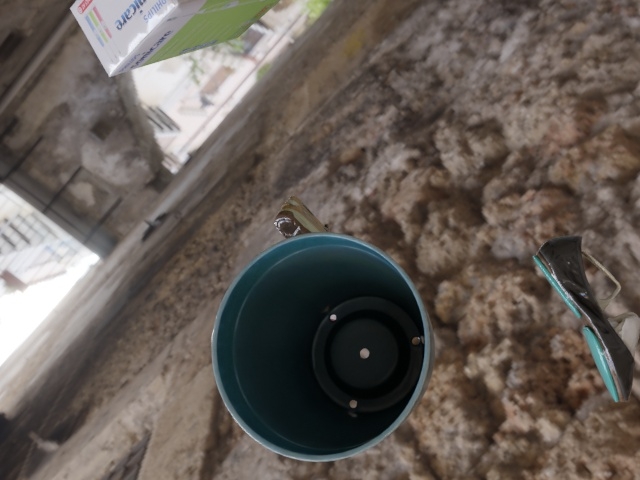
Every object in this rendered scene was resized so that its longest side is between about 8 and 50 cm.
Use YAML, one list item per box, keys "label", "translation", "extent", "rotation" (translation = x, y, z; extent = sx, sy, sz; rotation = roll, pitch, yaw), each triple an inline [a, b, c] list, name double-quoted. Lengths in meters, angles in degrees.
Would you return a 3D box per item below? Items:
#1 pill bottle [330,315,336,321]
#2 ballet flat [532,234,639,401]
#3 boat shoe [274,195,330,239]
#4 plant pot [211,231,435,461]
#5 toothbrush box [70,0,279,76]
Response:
- label: "pill bottle"
  translation: [0.027, 0.131, 1.734]
  extent: [0.221, 0.121, 0.121]
  rotation: [7, -164, 1]
- label: "ballet flat"
  translation: [0.440, 0.115, 1.272]
  extent: [0.280, 0.096, 0.095]
  rotation: [61, -172, -1]
- label: "boat shoe"
  translation: [0.000, 0.000, 1.391]
  extent: [0.190, 0.068, 0.072]
  rotation: [53, -137, -31]
- label: "plant pot"
  translation: [0.031, 0.147, 1.081]
  extent: [0.272, 0.271, 0.255]
  rotation: [48, -175, 20]
- label: "toothbrush box"
  translation: [-0.188, -0.370, 1.203]
  extent: [0.283, 0.206, 0.122]
  rotation: [-34, -85, -44]
